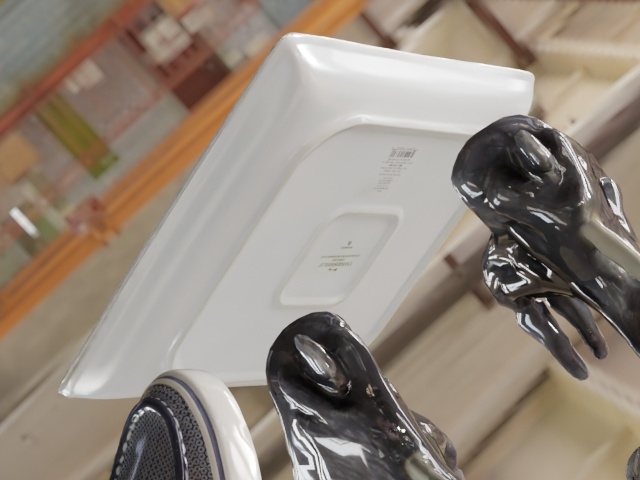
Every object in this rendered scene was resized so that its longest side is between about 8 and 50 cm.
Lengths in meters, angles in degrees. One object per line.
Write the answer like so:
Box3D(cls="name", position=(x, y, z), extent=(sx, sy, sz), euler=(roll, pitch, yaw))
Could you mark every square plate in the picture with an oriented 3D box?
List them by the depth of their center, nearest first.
Box3D(cls="square plate", position=(0.000, 0.000, 1.431), extent=(0.347, 0.049, 0.344), euler=(1, 130, -53))

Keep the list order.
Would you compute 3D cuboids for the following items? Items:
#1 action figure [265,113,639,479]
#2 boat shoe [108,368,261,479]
Box3D(cls="action figure", position=(0.107, 0.069, 0.321), extent=(0.164, 0.141, 0.276), euler=(-52, -145, -2))
Box3D(cls="boat shoe", position=(-0.132, 0.251, 1.121), extent=(0.158, 0.340, 0.127), euler=(3, 176, -38))
